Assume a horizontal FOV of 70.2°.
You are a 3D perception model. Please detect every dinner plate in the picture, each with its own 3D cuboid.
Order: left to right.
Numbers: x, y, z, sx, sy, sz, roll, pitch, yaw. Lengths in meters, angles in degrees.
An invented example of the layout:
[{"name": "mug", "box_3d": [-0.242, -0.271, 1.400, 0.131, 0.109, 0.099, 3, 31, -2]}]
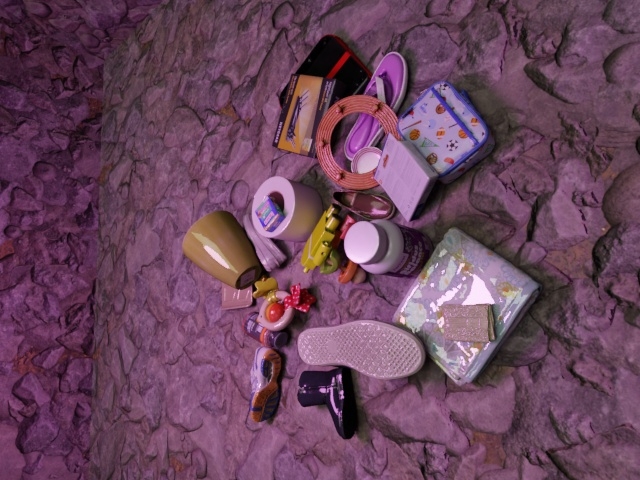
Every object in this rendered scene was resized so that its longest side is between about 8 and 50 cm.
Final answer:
[{"name": "dinner plate", "box_3d": [0.181, -0.271, 1.664, 0.141, 0.017, 0.141, 6, 105, 23]}]

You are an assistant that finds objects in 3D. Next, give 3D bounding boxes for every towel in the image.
[{"name": "towel", "box_3d": [0.415, 0.193, 1.356, 0.320, 0.090, 0.375, 41, 109, 37]}, {"name": "towel", "box_3d": [0.412, 0.231, 1.276, 0.148, 0.027, 0.110, -10, 76, 39]}]

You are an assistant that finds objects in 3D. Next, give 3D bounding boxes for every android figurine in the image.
[{"name": "android figurine", "box_3d": [0.000, 0.000, 1.687, 0.273, 0.056, 0.248, -61, 13, 26]}]

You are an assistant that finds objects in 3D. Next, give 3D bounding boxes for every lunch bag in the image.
[{"name": "lunch bag", "box_3d": [0.396, -0.354, 1.457, 0.243, 0.115, 0.303, -41, 59, 26]}]

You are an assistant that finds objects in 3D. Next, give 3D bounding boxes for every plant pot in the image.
[{"name": "plant pot", "box_3d": [-0.392, 0.066, 1.953, 0.293, 0.274, 0.275, 42, 110, 26]}]

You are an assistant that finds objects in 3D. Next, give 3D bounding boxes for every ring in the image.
[{"name": "ring", "box_3d": [0.131, -0.350, 1.644, 0.336, 0.032, 0.337, 5, 102, 24]}]

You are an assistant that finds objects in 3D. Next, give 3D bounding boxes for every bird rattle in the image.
[{"name": "bird rattle", "box_3d": [-0.151, 0.261, 1.802, 0.253, 0.143, 0.207, 15, 74, 32]}]

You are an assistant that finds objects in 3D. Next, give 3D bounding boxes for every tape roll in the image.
[{"name": "tape roll", "box_3d": [-0.134, -0.121, 1.834, 0.246, 0.169, 0.246, -9, 76, 40]}]

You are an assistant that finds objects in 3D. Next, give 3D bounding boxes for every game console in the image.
[{"name": "game console", "box_3d": [0.007, -0.619, 1.886, 0.386, 0.060, 0.342, -47, 62, 26]}]

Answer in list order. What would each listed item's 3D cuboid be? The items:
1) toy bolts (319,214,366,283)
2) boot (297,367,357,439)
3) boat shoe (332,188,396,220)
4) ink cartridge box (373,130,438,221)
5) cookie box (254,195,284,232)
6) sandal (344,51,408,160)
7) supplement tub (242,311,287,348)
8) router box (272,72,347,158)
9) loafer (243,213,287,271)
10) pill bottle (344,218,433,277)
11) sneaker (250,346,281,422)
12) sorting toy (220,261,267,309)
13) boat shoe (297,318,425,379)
[{"name": "toy bolts", "box_3d": [0.122, 0.026, 1.644, 0.229, 0.158, 0.218, -60, 10, 28]}, {"name": "boot", "box_3d": [0.018, 0.580, 1.623, 0.207, 0.094, 0.247, -21, 63, 33]}, {"name": "boat shoe", "box_3d": [0.146, -0.132, 1.641, 0.257, 0.095, 0.095, 17, 93, 41]}, {"name": "ink cartridge box", "box_3d": [0.274, -0.211, 1.496, 0.224, 0.045, 0.223, 58, 155, 26]}, {"name": "cookie box", "box_3d": [-0.195, -0.101, 1.743, 0.092, 0.040, 0.107, -47, 57, 24]}, {"name": "sandal", "box_3d": [0.194, -0.485, 1.656, 0.169, 0.102, 0.417, 30, 104, 40]}, {"name": "supplement tub", "box_3d": [-0.224, 0.372, 1.866, 0.197, 0.106, 0.106, 20, 96, 41]}, {"name": "router box", "box_3d": [-0.049, -0.496, 1.832, 0.242, 0.081, 0.309, 22, 100, 36]}, {"name": "loafer", "box_3d": [-0.242, -0.005, 1.963, 0.111, 0.112, 0.319, -29, 57, -6]}, {"name": "pill bottle", "box_3d": [0.213, 0.026, 1.418, 0.169, 0.301, 0.169, -8, 77, 40]}, {"name": "sneaker", "box_3d": [-0.233, 0.580, 1.856, 0.131, 0.111, 0.297, 9, 86, 59]}, {"name": "sorting toy", "box_3d": [-0.339, 0.189, 2.047, 0.307, 0.041, 0.229, -13, 69, 39]}, {"name": "boat shoe", "box_3d": [0.139, 0.351, 1.514, 0.500, 0.156, 0.187, -11, 81, 44]}]
